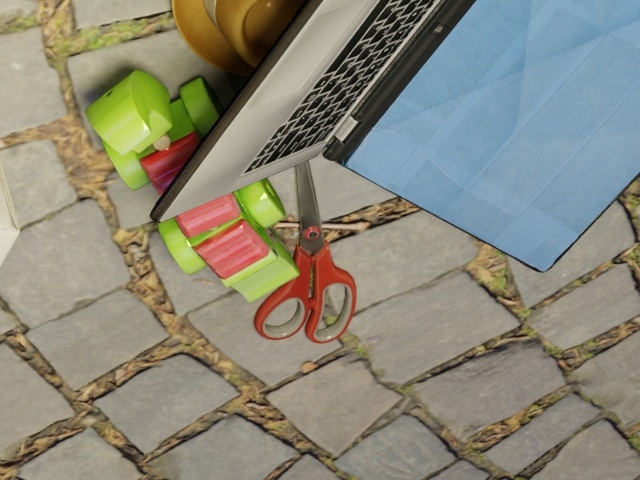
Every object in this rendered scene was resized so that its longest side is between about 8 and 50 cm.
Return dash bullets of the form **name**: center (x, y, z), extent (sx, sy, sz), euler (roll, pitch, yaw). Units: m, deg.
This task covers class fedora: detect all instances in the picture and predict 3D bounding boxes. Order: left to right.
- **fedora**: center (-0.035, -0.202, 1.773), extent (0.194, 0.079, 0.194), euler (-12, 137, -12)

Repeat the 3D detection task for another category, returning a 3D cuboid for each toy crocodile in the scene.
- **toy crocodile**: center (-0.113, -0.044, 1.879), extent (0.115, 0.105, 0.340), euler (-27, 137, 5)

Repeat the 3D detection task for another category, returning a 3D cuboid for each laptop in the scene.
- **laptop**: center (0.132, -0.111, 1.755), extent (0.408, 0.236, 0.382), euler (-26, 160, -50)

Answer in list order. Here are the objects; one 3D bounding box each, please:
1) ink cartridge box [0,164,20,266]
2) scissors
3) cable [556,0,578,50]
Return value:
- **ink cartridge box**: center (-0.423, 0.034, 1.820), extent (0.198, 0.114, 0.273), euler (12, 128, -32)
- **scissors**: center (0.000, 0.000, 2.036), extent (0.109, 0.021, 0.297), euler (-3, 133, -17)
- **cable**: center (0.324, -0.285, 1.835), extent (0.257, 0.089, 0.257), euler (-8, 134, -17)
